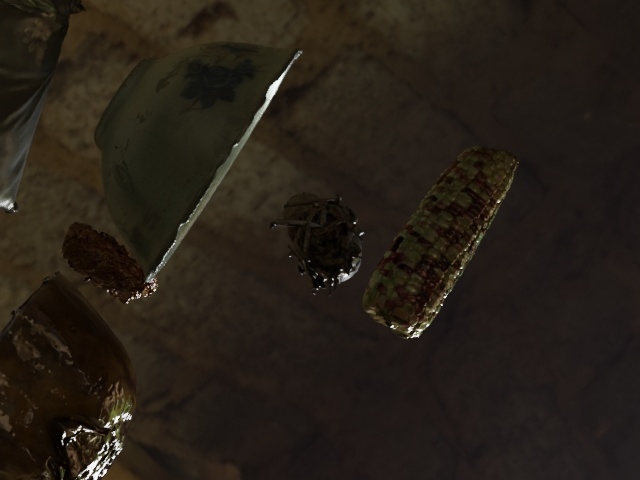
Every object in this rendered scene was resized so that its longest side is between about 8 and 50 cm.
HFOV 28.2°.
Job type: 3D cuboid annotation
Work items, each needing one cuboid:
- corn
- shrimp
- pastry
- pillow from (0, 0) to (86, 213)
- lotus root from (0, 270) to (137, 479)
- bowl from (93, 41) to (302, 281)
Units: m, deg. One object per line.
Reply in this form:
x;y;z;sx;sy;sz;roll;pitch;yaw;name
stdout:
0.135;-0.007;1.412;0.086;0.253;0.086;31;162;11;corn
0.008;0.001;1.873;0.145;0.116;0.343;58;-178;-16;shrimp
-0.337;0.043;1.996;0.169;0.087;0.063;36;-129;-3;pastry
-0.322;-0.150;1.235;0.169;0.255;0.059;15;-177;-44;pillow
-0.311;0.190;1.447;0.192;0.272;0.272;38;-163;5;lotus root
-0.163;-0.121;1.423;0.146;0.313;0.313;34;-162;-4;bowl
